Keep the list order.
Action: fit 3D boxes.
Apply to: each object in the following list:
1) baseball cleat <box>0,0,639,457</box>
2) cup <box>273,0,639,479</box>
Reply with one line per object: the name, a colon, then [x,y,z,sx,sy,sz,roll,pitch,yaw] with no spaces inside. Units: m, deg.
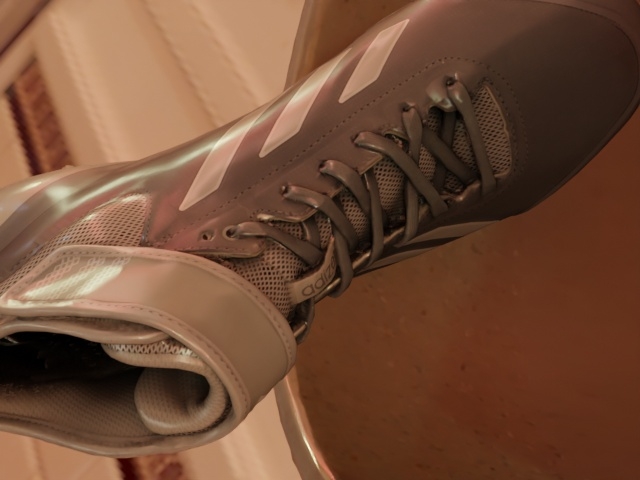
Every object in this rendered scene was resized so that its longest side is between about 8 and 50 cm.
baseball cleat: [0.000,0.000,0.390,0.109,0.206,0.072,-111,176,-60]
cup: [0.163,-0.050,0.412,0.237,0.331,0.331,17,21,-23]
